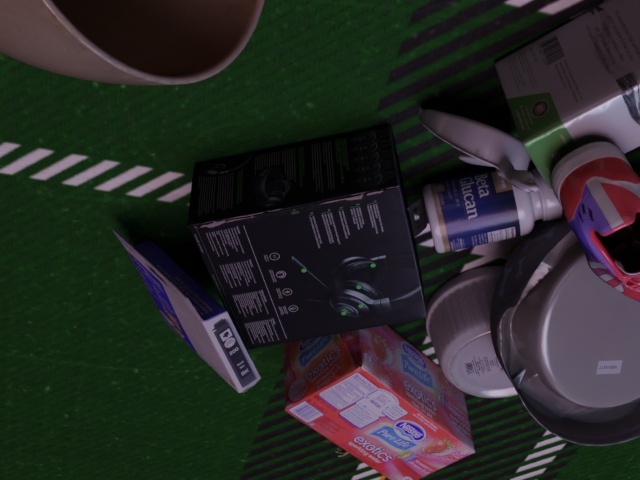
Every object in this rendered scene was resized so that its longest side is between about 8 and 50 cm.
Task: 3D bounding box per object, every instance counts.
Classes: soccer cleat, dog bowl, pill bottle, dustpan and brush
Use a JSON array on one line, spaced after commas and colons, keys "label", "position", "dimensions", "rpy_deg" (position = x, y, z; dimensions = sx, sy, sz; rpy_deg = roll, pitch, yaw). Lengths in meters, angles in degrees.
[{"label": "soccer cleat", "position": [0.358, 0.014, 1.028], "dimensions": [0.109, 0.116, 0.318], "rpy_deg": [-28, 138, 18]}, {"label": "dog bowl", "position": [0.390, 0.102, 1.227], "dimensions": [0.349, 0.102, 0.348], "rpy_deg": [-5, 108, -16]}, {"label": "pill bottle", "position": [0.225, -0.045, 1.176], "dimensions": [0.169, 0.094, 0.094], "rpy_deg": [-13, 133, 7]}, {"label": "dustpan and brush", "position": [0.205, -0.097, 1.048], "dimensions": [0.147, 0.211, 0.060], "rpy_deg": [21, 93, -21]}]

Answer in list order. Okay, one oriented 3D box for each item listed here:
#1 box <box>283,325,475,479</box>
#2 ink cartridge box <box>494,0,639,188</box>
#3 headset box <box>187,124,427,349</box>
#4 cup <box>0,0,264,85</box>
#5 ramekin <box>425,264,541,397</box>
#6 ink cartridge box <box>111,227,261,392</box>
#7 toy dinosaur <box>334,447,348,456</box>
[{"label": "box", "position": [0.094, 0.245, 1.412], "dimensions": [0.154, 0.142, 0.300], "rpy_deg": [-33, 127, 25]}, {"label": "ink cartridge box", "position": [0.325, -0.181, 1.007], "dimensions": [0.219, 0.160, 0.092], "rpy_deg": [-26, 131, 21]}, {"label": "headset box", "position": [0.000, 0.000, 1.183], "dimensions": [0.283, 0.131, 0.246], "rpy_deg": [-11, 133, 8]}, {"label": "cup", "position": [-0.237, -0.288, 0.807], "dimensions": [0.237, 0.331, 0.331], "rpy_deg": [-4, 138, 34]}, {"label": "ramekin", "position": [0.267, 0.146, 1.350], "dimensions": [0.207, 0.109, 0.207], "rpy_deg": [-2, 134, -2]}, {"label": "ink cartridge box", "position": [-0.182, 0.086, 1.220], "dimensions": [0.045, 0.206, 0.208], "rpy_deg": [-39, 137, -18]}, {"label": "toy dinosaur", "position": [0.065, 0.337, 1.560], "dimensions": [0.183, 0.053, 0.093], "rpy_deg": [32, 123, -28]}]
